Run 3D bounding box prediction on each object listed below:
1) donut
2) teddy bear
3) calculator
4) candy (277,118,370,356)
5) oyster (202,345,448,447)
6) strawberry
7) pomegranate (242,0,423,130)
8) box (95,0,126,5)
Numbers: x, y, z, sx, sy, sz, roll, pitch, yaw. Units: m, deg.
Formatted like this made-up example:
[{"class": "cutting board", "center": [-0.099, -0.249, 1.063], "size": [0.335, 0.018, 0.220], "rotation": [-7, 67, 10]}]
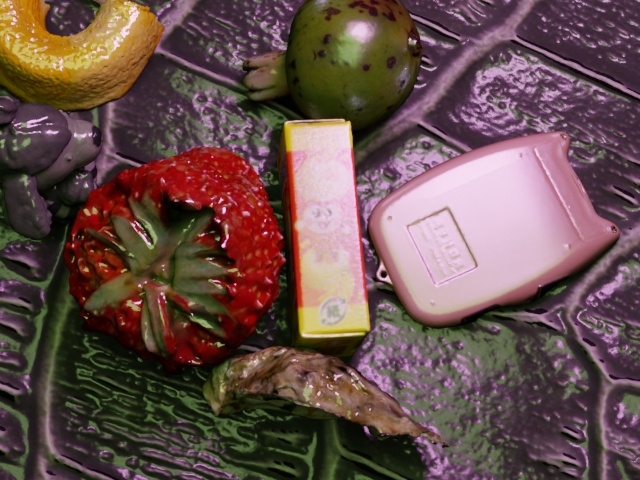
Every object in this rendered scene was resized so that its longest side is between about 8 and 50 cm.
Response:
[{"class": "donut", "center": [-0.343, -0.251, 1.472], "size": [0.259, 0.101, 0.152], "rotation": [9, 78, -8]}, {"class": "teddy bear", "center": [-0.330, -0.085, 1.358], "size": [0.144, 0.251, 0.171], "rotation": [-8, 89, -6]}, {"class": "calculator", "center": [0.222, -0.015, 1.477], "size": [0.329, 0.048, 0.220], "rotation": [-24, 79, -9]}, {"class": "candy", "center": [0.000, 0.000, 1.401], "size": [0.088, 0.146, 0.276], "rotation": [-3, 75, -6]}, {"class": "oyster", "center": [0.013, 0.192, 1.357], "size": [0.294, 0.166, 0.094], "rotation": [17, 68, -13]}, {"class": "strawberry", "center": [-0.162, 0.015, 1.358], "size": [0.261, 0.257, 0.261], "rotation": [2, 97, 14]}, {"class": "pomegranate", "center": [0.015, -0.234, 1.461], "size": [0.248, 0.202, 0.202], "rotation": [-5, 72, 22]}, {"class": "box", "center": [-0.271, -0.396, 1.544], "size": [0.084, 0.040, 0.154], "rotation": [32, 72, 7]}]
